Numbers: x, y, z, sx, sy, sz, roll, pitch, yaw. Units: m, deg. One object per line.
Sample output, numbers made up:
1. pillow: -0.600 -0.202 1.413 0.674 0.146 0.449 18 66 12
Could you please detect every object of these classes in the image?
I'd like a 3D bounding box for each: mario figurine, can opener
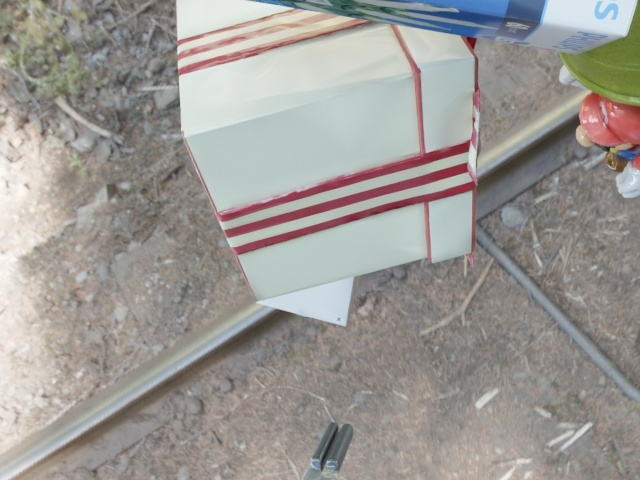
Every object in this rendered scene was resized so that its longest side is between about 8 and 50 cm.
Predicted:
1. mario figurine: 0.465 -0.183 1.026 0.198 0.320 0.170 28 99 20
2. can opener: 0.014 0.530 1.437 0.075 0.095 0.283 1 16 17

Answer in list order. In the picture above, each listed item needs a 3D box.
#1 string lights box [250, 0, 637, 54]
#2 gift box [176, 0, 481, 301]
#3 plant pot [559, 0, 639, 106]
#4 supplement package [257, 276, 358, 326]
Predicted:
1. string lights box: 0.046 -0.177 0.381 0.259 0.133 0.077 13 104 9
2. gift box: 0.028 -0.095 0.593 0.258 0.255 0.277 -16 53 0
3. plant pot: 0.401 -0.401 0.713 0.366 0.353 0.367 -17 59 31
4. supplement package: 0.000 0.000 1.317 0.199 0.198 0.263 14 45 7
